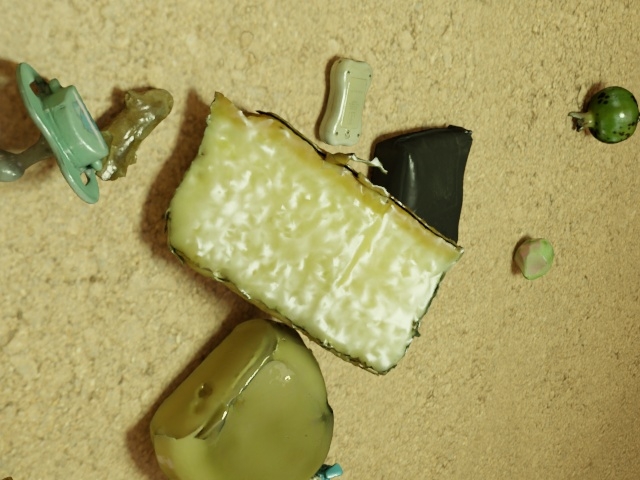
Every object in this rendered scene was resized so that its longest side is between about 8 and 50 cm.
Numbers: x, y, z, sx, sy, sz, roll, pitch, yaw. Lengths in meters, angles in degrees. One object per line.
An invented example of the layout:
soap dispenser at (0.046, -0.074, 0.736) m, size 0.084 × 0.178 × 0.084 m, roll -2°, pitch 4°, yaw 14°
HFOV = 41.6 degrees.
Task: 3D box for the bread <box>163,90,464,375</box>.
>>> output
bread at (0.000, 0.000, 1.057) m, size 0.248 × 0.279 × 0.315 m, roll -60°, pitch 153°, yaw 2°

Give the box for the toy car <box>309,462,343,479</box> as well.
toy car at (-0.044, 0.408, 1.322) m, size 0.161 × 0.126 × 0.098 m, roll -10°, pitch 92°, yaw -36°

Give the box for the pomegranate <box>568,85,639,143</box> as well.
pomegranate at (0.586, -0.256, 1.746) m, size 0.161 × 0.122 × 0.122 m, roll -9°, pitch 120°, yaw -5°

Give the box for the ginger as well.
ginger at (-0.211, -0.121, 0.926) m, size 0.057 × 0.044 × 0.137 m, roll 41°, pitch 66°, yaw -19°

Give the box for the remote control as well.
remote control at (0.035, -0.193, 1.183) m, size 0.074 × 0.032 × 0.122 m, roll -2°, pitch 109°, yaw -49°

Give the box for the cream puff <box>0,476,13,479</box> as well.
cream puff at (-0.359, 0.318, 0.923) m, size 0.122 × 0.094 × 0.116 m, roll -42°, pitch 136°, yaw 4°

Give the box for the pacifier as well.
pacifier at (-0.277, -0.097, 0.834) m, size 0.116 × 0.127 × 0.150 m, roll -25°, pitch 115°, yaw 4°

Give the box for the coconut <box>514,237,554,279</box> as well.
coconut at (0.438, 0.033, 1.722) m, size 0.082 × 0.081 × 0.083 m, roll -34°, pitch 143°, yaw 24°

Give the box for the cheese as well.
cheese at (-0.086, 0.267, 1.192) m, size 0.259 × 0.128 × 0.316 m, roll -44°, pitch 133°, yaw -13°

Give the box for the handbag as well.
handbag at (0.169, -0.056, 1.365) m, size 0.223 × 0.080 × 0.247 m, roll -16°, pitch 119°, yaw -45°
